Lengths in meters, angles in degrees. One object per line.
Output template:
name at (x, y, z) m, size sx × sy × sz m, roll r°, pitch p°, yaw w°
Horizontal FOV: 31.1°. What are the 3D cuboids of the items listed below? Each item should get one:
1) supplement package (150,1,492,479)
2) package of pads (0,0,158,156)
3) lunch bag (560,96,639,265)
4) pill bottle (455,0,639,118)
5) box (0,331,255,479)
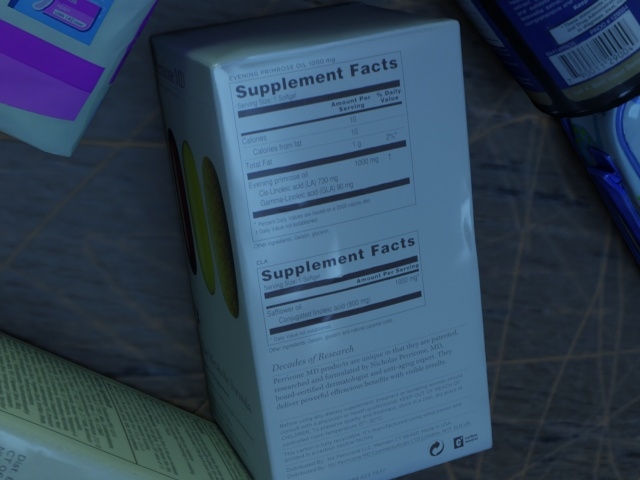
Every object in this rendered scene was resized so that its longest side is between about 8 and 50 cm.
supplement package at (0.000, 0.000, 0.649) m, size 0.133 × 0.139 × 0.244 m, roll -13°, pitch 109°, yaw -18°
package of pads at (-0.191, -0.202, 0.513) m, size 0.296 × 0.101 × 0.229 m, roll 25°, pitch 110°, yaw -26°
lunch bag at (0.265, -0.061, 0.759) m, size 0.176 × 0.090 × 0.219 m, roll -41°, pitch 116°, yaw -6°
pill bottle at (0.116, -0.183, 0.647) m, size 0.123 × 0.123 × 0.219 m, roll -45°, pitch 116°, yaw -3°
box at (-0.112, 0.163, 0.653) m, size 0.311 × 0.148 × 0.121 m, roll 29°, pitch 95°, yaw -24°
